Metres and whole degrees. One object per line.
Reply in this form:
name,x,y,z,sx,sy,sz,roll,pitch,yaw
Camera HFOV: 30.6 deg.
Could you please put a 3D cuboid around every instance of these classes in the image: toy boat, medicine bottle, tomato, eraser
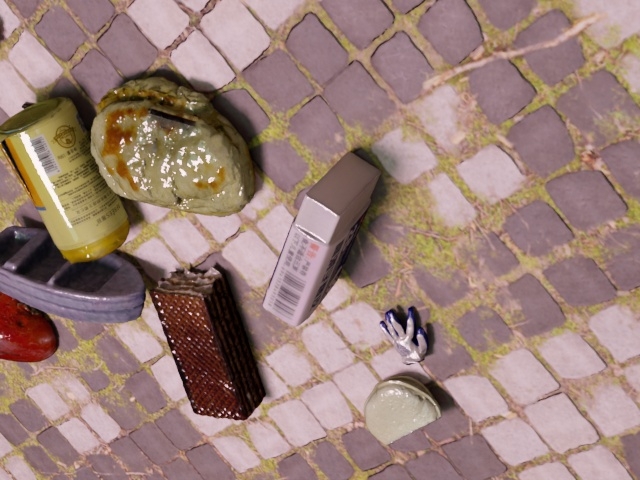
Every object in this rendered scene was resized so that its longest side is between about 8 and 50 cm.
toy boat,-0.388,0.055,1.804,0.283,0.127,0.078,18,130,20
medicine bottle,-0.366,-0.081,1.700,0.124,0.124,0.239,-4,119,36
tomato,-0.557,0.156,2.010,0.173,0.099,0.189,-28,104,41
eraser,0.000,0.000,1.505,0.068,0.124,0.210,33,133,11

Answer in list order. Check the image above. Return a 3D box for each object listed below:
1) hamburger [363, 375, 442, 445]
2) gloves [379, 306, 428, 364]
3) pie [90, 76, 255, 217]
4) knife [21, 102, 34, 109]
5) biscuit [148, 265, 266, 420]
hamburger,0.110,0.230,1.649,0.121,0.054,0.084,-30,97,41
gloves,0.117,0.128,1.587,0.064,0.026,0.086,-24,101,41
pie,-0.209,-0.119,1.586,0.248,0.090,0.201,10,123,24
knife,-0.396,-0.105,1.769,0.046,0.021,0.222,-1,116,33
biscuit,-0.168,0.155,1.767,0.106,0.070,0.252,3,122,31
